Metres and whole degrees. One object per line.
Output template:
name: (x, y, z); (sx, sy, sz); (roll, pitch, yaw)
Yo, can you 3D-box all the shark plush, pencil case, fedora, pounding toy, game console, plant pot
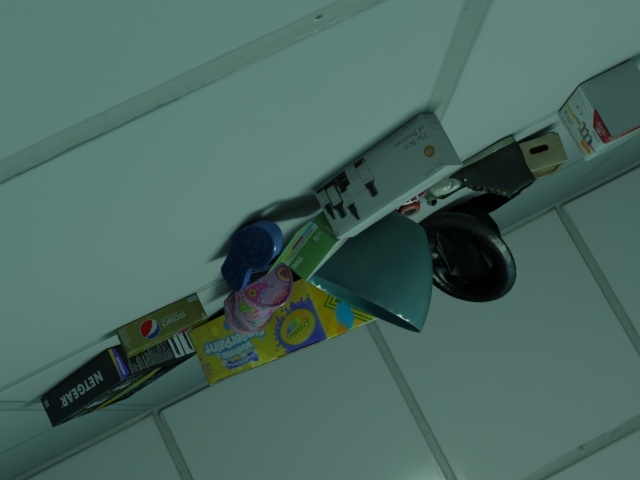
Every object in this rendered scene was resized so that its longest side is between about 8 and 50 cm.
shark plush: (0.231, -0.099, 1.814); (0.067, 0.073, 0.161); (-16, 170, -23)
pencil case: (-0.137, 0.118, 1.840); (0.124, 0.124, 0.284); (-24, 169, -18)
fedora: (0.425, 0.017, 2.450); (0.334, 0.334, 0.152); (-39, -166, 50)
pounding toy: (0.514, -0.206, 2.018); (0.141, 0.100, 0.130); (-17, 170, 1)
game console: (0.542, -0.149, 2.479); (0.213, 0.044, 0.361); (-20, 167, -39)
plant pot: (0.117, 0.040, 1.777); (0.195, 0.290, 0.290); (-63, 173, -7)

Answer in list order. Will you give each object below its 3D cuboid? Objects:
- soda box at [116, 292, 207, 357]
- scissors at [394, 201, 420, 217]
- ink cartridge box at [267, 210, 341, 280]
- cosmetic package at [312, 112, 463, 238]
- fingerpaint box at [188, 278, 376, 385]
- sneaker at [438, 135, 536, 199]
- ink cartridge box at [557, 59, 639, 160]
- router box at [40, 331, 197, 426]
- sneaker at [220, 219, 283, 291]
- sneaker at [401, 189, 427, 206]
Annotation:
soda box: (-0.328, 0.176, 1.780); (0.181, 0.058, 0.061); (-24, 170, -16)
scissors: (0.159, -0.042, 1.992); (0.109, 0.021, 0.297); (-10, 168, -6)
ink cartridge box: (0.000, 0.000, 1.511); (0.109, 0.062, 0.209); (-51, 175, 34)
cosmetic package: (0.105, -0.101, 1.395); (0.239, 0.099, 0.060); (-34, 168, 32)
fingerpaint box: (-0.053, 0.195, 2.214); (0.445, 0.163, 0.371); (-27, 173, 40)
sneaker: (0.353, -0.123, 1.885); (0.222, 0.118, 0.083); (-33, 169, 28)
ink cartridge box: (0.594, -0.263, 1.777); (0.127, 0.128, 0.176); (-27, 170, -3)
router box: (-0.483, 0.324, 2.058); (0.309, 0.081, 0.243); (-34, 168, 34)
sneaker: (-0.105, 0.012, 1.509); (0.090, 0.081, 0.232); (-38, 177, -32)
sneaker: (0.123, -0.079, 1.668); (0.170, 0.063, 0.075); (-21, 169, -6)
